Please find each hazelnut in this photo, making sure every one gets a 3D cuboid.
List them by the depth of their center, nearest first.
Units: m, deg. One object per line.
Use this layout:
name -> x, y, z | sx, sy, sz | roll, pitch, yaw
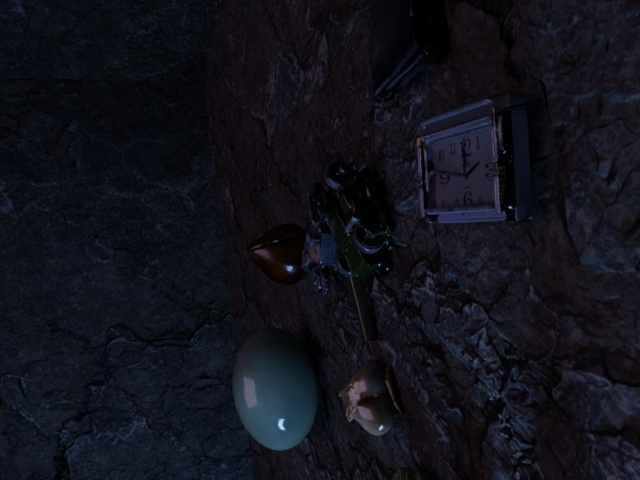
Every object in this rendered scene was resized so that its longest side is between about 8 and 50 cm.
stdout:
hazelnut -> -0.128, 0.045, 1.789 | 0.208, 0.208, 0.207 | 175, 90, -70

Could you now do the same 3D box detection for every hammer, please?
hammer -> 0.080, 0.073, 1.413 | 0.043, 0.111, 0.364 | 146, 111, -69

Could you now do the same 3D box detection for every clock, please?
clock -> 0.246, -0.121, 0.914 | 0.253, 0.084, 0.186 | -177, 83, -69

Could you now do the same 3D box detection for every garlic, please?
garlic -> 0.123, 0.381, 1.365 | 0.124, 0.099, 0.174 | -46, 53, 40

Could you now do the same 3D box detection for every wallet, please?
wallet -> 0.161, -0.438, 1.116 | 0.221, 0.072, 0.262 | 145, 122, -72

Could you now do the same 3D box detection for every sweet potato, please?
sweet potato -> 0.169, 0.352, 1.317 | 0.026, 0.026, 0.115 | 123, 136, -59

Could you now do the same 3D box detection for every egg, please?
egg -> -0.145, 0.475, 1.826 | 0.276, 0.276, 0.388 | 139, 122, -65

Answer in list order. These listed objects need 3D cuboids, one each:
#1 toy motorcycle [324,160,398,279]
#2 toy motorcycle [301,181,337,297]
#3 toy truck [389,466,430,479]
toy motorcycle -> 0.086, -0.042, 1.327 | 0.205, 0.127, 0.275 | 120, 133, -59
toy motorcycle -> 0.000, 0.000, 1.581 | 0.173, 0.108, 0.306 | -133, 45, -67
toy truck -> 0.193, 0.551, 1.150 | 0.191, 0.085, 0.116 | -86, 14, -57
